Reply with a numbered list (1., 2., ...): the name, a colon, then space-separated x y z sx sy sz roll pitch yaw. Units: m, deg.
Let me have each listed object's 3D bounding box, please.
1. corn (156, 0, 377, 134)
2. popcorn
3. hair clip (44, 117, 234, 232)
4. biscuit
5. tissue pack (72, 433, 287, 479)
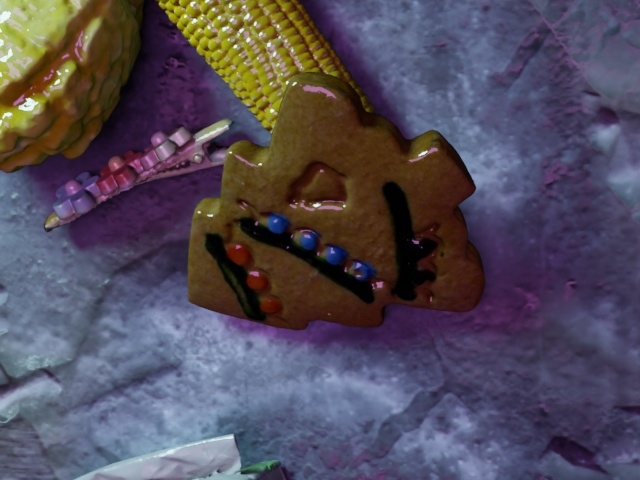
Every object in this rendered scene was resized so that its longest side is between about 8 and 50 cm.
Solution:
1. corn: -0.054 -0.179 1.012 0.106 0.106 0.305 -38 94 13
2. popcorn: -0.272 -0.208 1.017 0.225 0.174 0.285 -11 86 -3
3. hair clip: -0.177 -0.066 1.070 0.214 0.062 0.056 -19 117 9
4. biscuit: 0.000 0.001 1.007 0.301 0.043 0.278 -31 118 28
5. tissue pack: -0.153 0.272 1.064 0.229 0.159 0.145 -21 86 13
